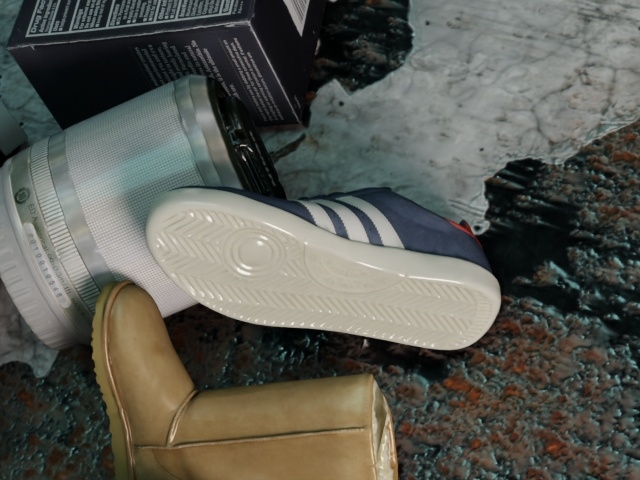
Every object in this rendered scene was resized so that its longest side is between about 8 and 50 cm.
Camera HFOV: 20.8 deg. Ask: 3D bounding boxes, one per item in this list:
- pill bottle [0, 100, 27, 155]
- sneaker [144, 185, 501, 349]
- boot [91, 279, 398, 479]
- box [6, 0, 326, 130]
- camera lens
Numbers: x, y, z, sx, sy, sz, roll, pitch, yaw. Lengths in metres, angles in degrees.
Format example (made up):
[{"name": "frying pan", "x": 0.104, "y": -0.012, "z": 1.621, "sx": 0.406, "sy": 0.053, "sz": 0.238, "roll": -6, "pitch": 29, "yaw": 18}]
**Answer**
[{"name": "pill bottle", "x": -0.455, "y": -0.090, "z": 2.015, "sx": 0.221, "sy": 0.121, "sz": 0.121, "roll": -38, "pitch": 50, "yaw": -7}, {"name": "sneaker", "x": 0.000, "y": 0.000, "z": 1.679, "sx": 0.350, "sy": 0.131, "sz": 0.148, "roll": 17, "pitch": 38, "yaw": -17}, {"name": "boot", "x": -0.070, "y": 0.145, "z": 1.649, "sx": 0.269, "sy": 0.236, "sz": 0.089, "roll": -4, "pitch": 11, "yaw": 23}, {"name": "box", "x": -0.158, "y": -0.284, "z": 1.990, "sx": 0.294, "sy": 0.183, "sz": 0.296, "roll": -2, "pitch": 53, "yaw": 20}, {"name": "camera lens", "x": -0.182, "y": -0.029, "z": 1.789, "sx": 0.274, "sy": 0.219, "sz": 0.219, "roll": -23, "pitch": 50, "yaw": 5}]
